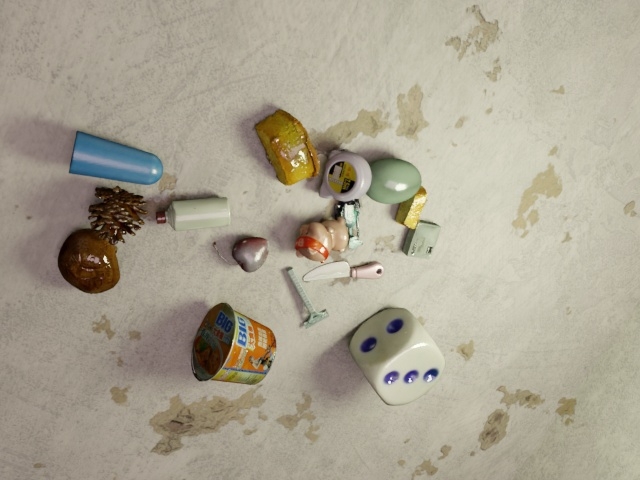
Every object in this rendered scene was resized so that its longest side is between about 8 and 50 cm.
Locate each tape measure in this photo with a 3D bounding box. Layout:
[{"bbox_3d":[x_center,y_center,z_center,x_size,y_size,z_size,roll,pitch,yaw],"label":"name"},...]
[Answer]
[{"bbox_3d":[0.096,-0.220,1.939,0.105,0.178,0.196,-10,122,-58],"label":"tape measure"}]

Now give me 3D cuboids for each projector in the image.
[{"bbox_3d":[0.407,-0.006,2.203,0.115,0.061,0.147,9,109,-21],"label":"projector"}]

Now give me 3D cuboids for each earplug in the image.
[{"bbox_3d":[-0.633,-0.245,1.711,0.272,0.132,0.133,11,108,-27],"label":"earplug"}]

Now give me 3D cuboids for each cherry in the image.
[{"bbox_3d":[-0.267,0.024,1.957,0.148,0.115,0.188,-27,114,15],"label":"cherry"}]

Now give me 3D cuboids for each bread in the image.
[{"bbox_3d":[-0.099,-0.306,1.854,0.160,0.147,0.261,-26,118,-10],"label":"bread"},{"bbox_3d":[0.352,-0.137,2.106,0.065,0.103,0.188,13,112,-21],"label":"bread"}]

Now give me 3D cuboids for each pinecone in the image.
[{"bbox_3d":[-0.650,-0.083,1.742,0.179,0.150,0.196,9,68,-13],"label":"pinecone"}]

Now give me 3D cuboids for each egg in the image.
[{"bbox_3d":[0.263,-0.218,2.001,0.230,0.168,0.168,-4,113,-17],"label":"egg"}]

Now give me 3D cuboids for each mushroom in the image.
[{"bbox_3d":[-0.764,0.080,1.791,0.194,0.138,0.232,-17,116,-11],"label":"mushroom"}]

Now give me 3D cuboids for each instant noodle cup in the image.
[{"bbox_3d":[-0.312,0.399,2.018,0.213,0.296,0.297,25,102,-34],"label":"instant noodle cup"}]

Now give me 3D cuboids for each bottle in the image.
[{"bbox_3d":[-0.434,-0.088,1.854,0.245,0.104,0.104,-6,114,-17],"label":"bottle"}]

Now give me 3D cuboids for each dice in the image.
[{"bbox_3d":[0.311,0.472,2.235,0.304,0.304,0.277,-36,119,-1],"label":"dice"}]

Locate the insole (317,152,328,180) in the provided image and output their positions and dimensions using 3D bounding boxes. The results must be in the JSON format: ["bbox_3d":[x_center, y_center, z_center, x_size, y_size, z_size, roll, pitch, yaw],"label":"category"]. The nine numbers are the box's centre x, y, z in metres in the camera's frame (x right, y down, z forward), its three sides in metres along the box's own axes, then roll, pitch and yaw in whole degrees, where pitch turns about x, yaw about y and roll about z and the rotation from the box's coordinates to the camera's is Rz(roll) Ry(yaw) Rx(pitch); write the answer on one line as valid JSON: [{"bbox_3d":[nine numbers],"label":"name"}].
[{"bbox_3d":[0.030,-0.235,2.004,0.063,0.010,0.192,-34,118,-3],"label":"insole"}]

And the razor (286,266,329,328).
[{"bbox_3d":[-0.063,0.223,2.141,0.111,0.056,0.278,-28,118,-4],"label":"razor"}]

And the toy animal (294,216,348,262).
[{"bbox_3d":[0.000,0.000,2.009,0.197,0.171,0.172,-22,119,-29],"label":"toy animal"}]

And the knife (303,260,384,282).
[{"bbox_3d":[0.096,0.122,2.165,0.335,0.043,0.081,-3,107,-16],"label":"knife"}]

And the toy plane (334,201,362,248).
[{"bbox_3d":[0.110,-0.077,2.077,0.096,0.060,0.235,-16,113,-27],"label":"toy plane"}]
